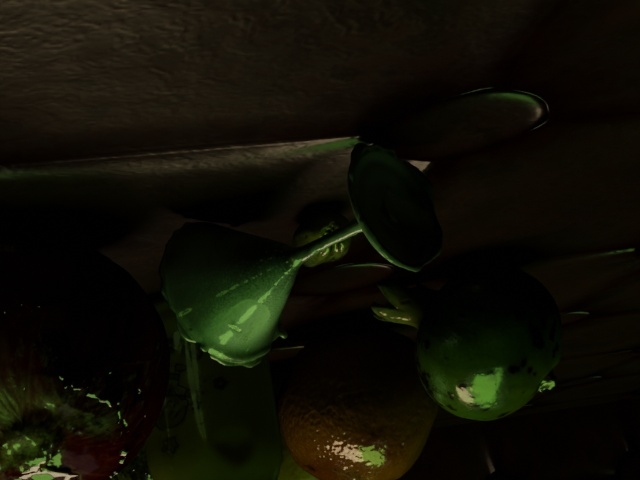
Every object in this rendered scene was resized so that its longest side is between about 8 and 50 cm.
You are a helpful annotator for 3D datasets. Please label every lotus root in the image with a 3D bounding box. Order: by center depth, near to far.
[{"bbox_3d":[0.000,0.000,1.110,0.054,0.049,0.099,-13,166,-19],"label":"lotus root"}]

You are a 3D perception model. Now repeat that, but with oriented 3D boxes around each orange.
[{"bbox_3d":[0.062,0.249,1.678,0.264,0.264,0.264,-9,165,-2],"label":"orange"}]

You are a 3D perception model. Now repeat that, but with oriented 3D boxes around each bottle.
[{"bbox_3d":[-0.133,0.243,1.336,0.171,0.351,0.171,-8,164,-2],"label":"bottle"}]

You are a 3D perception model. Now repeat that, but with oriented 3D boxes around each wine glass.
[{"bbox_3d":[-0.015,0.010,0.986,0.232,0.156,0.156,-27,157,36],"label":"wine glass"}]

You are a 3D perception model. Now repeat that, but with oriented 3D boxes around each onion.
[{"bbox_3d":[-0.278,0.116,1.025,0.276,0.276,0.276,-9,165,-2],"label":"onion"}]

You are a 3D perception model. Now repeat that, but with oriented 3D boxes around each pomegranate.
[{"bbox_3d":[0.194,0.118,1.437,0.263,0.211,0.211,29,174,17],"label":"pomegranate"}]

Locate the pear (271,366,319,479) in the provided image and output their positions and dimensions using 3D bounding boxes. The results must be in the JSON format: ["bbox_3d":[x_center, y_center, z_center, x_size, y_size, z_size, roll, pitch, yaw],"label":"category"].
[{"bbox_3d":[-0.023,0.348,1.961,0.375,0.287,0.287,-42,155,13],"label":"pear"}]

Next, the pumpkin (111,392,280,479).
[{"bbox_3d":[-0.220,0.282,1.654,0.320,0.192,0.320,-2,180,0],"label":"pumpkin"}]
